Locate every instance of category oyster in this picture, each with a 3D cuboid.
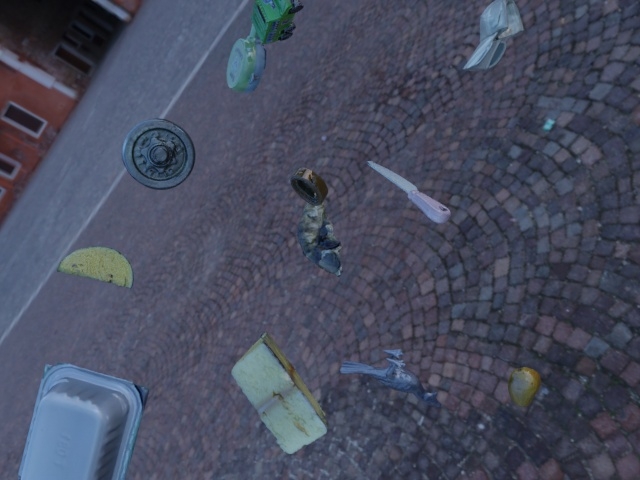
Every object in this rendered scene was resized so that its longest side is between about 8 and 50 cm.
[{"bbox_3d":[-0.001,-0.005,1.793,0.166,0.094,0.294,-60,36,20],"label":"oyster"}]

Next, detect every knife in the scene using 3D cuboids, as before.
[{"bbox_3d":[0.268,-0.161,1.720,0.336,0.081,0.043,46,128,33],"label":"knife"}]

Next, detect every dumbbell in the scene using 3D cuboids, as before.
[{"bbox_3d":[-0.448,-0.235,1.541,0.179,0.179,0.406,-60,22,-2],"label":"dumbbell"}]

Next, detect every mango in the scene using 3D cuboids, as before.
[{"bbox_3d":[0.531,0.382,1.478,0.080,0.114,0.060,8,29,26],"label":"mango"}]

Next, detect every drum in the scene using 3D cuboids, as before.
[{"bbox_3d":[-0.145,-0.442,1.214,0.130,0.049,0.253,40,118,56],"label":"drum"}]

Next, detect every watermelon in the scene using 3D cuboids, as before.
[{"bbox_3d":[-0.554,0.057,1.435,0.092,0.181,0.075,-109,36,-73],"label":"watermelon"}]

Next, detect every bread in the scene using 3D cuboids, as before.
[{"bbox_3d":[-0.089,0.435,1.828,0.242,0.346,0.405,-46,-7,26],"label":"bread"}]

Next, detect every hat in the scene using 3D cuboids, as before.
[{"bbox_3d":[0.533,-0.655,1.812,0.226,0.164,0.219,-31,-5,32],"label":"hat"}]

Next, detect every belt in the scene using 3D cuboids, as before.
[{"bbox_3d":[-0.020,-0.112,1.158,0.059,0.083,0.036,-26,26,48],"label":"belt"}]

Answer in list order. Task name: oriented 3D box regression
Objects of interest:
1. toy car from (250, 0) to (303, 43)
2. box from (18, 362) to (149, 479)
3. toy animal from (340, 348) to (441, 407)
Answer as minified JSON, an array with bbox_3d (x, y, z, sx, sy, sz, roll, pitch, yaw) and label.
[{"bbox_3d":[-0.081,-0.407,1.003,0.062,0.071,0.165,-27,4,-12],"label":"toy car"},{"bbox_3d":[-0.575,0.477,1.317,0.106,0.264,0.336,-45,-30,-86],"label":"box"},{"bbox_3d":[0.241,0.446,1.898,0.206,0.367,0.081,93,-159,-45],"label":"toy animal"}]
